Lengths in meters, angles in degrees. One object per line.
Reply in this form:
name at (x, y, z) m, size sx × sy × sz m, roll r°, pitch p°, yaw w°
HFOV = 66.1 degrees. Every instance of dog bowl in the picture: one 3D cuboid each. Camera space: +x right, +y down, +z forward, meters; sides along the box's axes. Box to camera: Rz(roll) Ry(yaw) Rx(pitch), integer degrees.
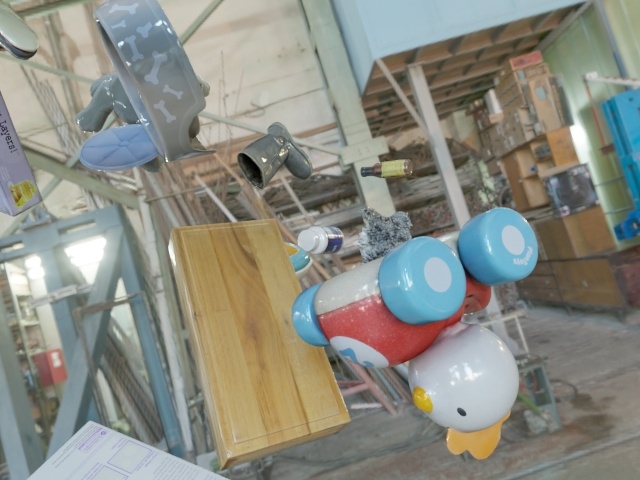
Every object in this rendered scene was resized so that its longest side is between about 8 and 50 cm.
dog bowl at (-0.331, -0.314, 0.980) m, size 0.102 × 0.349 × 0.349 m, roll -27°, pitch 0°, yaw -16°

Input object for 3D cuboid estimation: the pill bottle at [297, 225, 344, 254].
pill bottle at (0.000, 0.000, 1.649) m, size 0.094 × 0.094 × 0.169 m, roll -19°, pitch -10°, yaw 32°

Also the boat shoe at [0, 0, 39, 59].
boat shoe at (-0.372, -0.244, 0.567) m, size 0.043 × 0.137 × 0.049 m, roll -53°, pitch -21°, yaw 17°

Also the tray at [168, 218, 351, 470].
tray at (-0.118, 0.147, 0.850) m, size 0.202 × 0.411 × 0.076 m, roll -6°, pitch -35°, yaw -27°

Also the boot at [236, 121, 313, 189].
boot at (-0.107, -0.187, 1.229) m, size 0.076 × 0.190 × 0.209 m, roll -30°, pitch 23°, yaw 28°

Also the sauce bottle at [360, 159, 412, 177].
sauce bottle at (0.161, -0.174, 1.209) m, size 0.128 × 0.042 × 0.042 m, roll 0°, pitch 6°, yaw 32°

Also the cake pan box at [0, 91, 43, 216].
cake pan box at (-0.612, -0.181, 0.810) m, size 0.266 × 0.246 × 0.070 m, roll 14°, pitch 36°, yaw 21°

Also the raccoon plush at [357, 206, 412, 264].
raccoon plush at (0.263, 0.045, 1.355) m, size 0.216 × 0.299 × 0.446 m, roll 13°, pitch -10°, yaw -40°

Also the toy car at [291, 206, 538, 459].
toy car at (0.120, 0.121, 0.512) m, size 0.210 × 0.238 × 0.219 m, roll -18°, pitch -8°, yaw -32°

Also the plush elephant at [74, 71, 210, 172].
plush elephant at (-0.466, -0.396, 1.361) m, size 0.271 × 0.330 × 0.255 m, roll 26°, pitch 20°, yaw 6°

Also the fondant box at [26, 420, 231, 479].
fondant box at (-0.309, 0.441, 0.749) m, size 0.330 × 0.096 × 0.238 m, roll 12°, pitch 29°, yaw 20°

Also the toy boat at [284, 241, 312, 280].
toy boat at (-0.144, 0.082, 1.418) m, size 0.267 × 0.148 × 0.318 m, roll -2°, pitch 29°, yaw -11°

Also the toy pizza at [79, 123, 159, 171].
toy pizza at (-0.460, -0.213, 1.158) m, size 0.201 × 0.201 × 0.032 m, roll -16°, pitch -46°, yaw -15°
